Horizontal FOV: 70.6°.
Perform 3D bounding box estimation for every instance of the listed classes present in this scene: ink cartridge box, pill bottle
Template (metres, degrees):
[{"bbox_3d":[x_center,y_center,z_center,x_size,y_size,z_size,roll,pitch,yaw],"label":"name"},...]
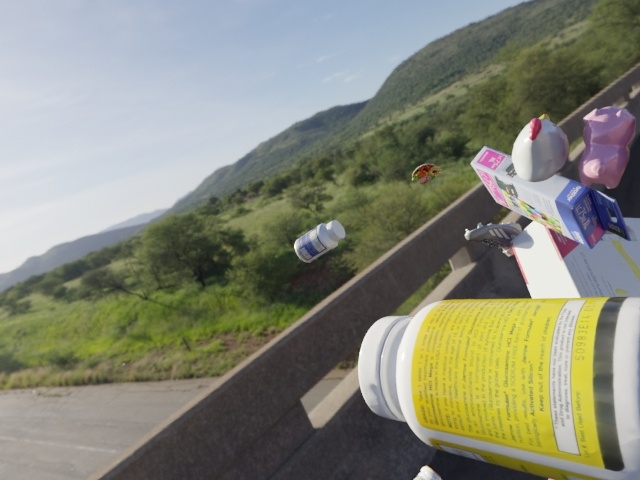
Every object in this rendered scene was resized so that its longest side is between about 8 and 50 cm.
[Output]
[{"bbox_3d":[0.487,-0.087,0.976,0.065,0.185,0.311,-53,42,1],"label":"ink cartridge box"},{"bbox_3d":[0.000,0.000,1.095,0.120,0.067,0.067,-32,4,32],"label":"pill bottle"},{"bbox_3d":[0.214,0.162,0.533,0.333,0.188,0.187,-8,18,45],"label":"pill bottle"},{"bbox_3d":[0.781,0.083,1.266,0.383,0.280,0.160,1,-34,-16],"label":"ink cartridge box"}]

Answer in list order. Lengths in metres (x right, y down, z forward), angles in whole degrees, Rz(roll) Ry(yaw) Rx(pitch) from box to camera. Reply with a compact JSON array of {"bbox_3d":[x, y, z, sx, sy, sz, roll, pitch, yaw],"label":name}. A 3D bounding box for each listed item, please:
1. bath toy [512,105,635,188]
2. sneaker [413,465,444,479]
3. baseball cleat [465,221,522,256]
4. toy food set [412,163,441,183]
[{"bbox_3d":[0.507,-0.167,0.766,0.347,0.129,0.152,10,64,35],"label":"bath toy"},{"bbox_3d":[0.226,0.629,1.005,0.120,0.263,0.099,-23,21,-23],"label":"sneaker"},{"bbox_3d":[0.541,-0.002,1.378,0.205,0.110,0.072,-9,-18,-18],"label":"baseball cleat"},{"bbox_3d":[0.327,-0.207,1.409,0.083,0.020,0.083,4,-37,-26],"label":"toy food set"}]
